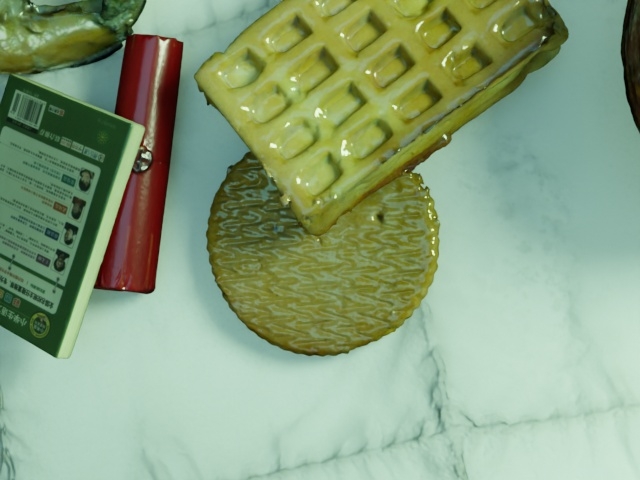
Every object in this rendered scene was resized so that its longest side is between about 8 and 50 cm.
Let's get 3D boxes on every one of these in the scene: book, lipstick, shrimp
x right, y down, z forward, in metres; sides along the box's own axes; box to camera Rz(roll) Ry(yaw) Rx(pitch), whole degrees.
[{"bbox_3d":[-0.309,-0.031,1.123,0.202,0.027,0.264,23,98,29],"label":"book"},{"bbox_3d":[-0.198,-0.081,1.117,0.073,0.073,0.280,8,92,12],"label":"lipstick"},{"bbox_3d":[-0.267,-0.328,1.034,0.272,0.085,0.445,27,126,-27],"label":"shrimp"}]

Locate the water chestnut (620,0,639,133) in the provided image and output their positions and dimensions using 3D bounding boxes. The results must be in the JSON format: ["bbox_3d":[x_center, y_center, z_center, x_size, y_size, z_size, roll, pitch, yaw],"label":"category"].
[{"bbox_3d":[0.413,-0.188,0.899,0.350,0.302,0.351,-2,97,-21],"label":"water chestnut"}]

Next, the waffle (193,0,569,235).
[{"bbox_3d":[0.056,-0.181,1.032,0.327,0.098,0.224,-38,76,4],"label":"waffle"}]

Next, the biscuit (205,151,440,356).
[{"bbox_3d":[0.000,0.000,1.091,0.254,0.035,0.254,0,89,10],"label":"biscuit"}]
